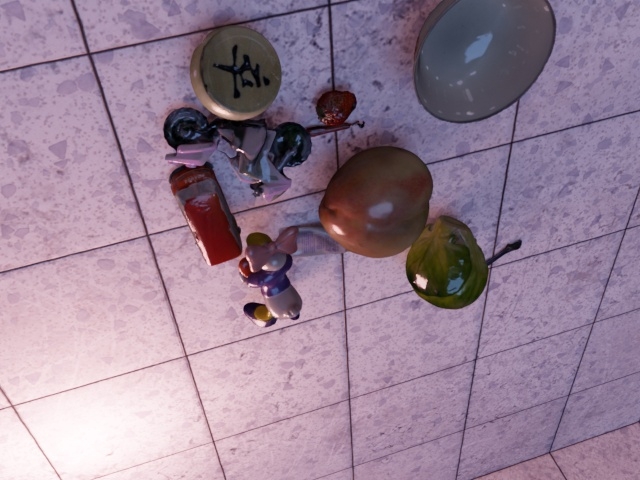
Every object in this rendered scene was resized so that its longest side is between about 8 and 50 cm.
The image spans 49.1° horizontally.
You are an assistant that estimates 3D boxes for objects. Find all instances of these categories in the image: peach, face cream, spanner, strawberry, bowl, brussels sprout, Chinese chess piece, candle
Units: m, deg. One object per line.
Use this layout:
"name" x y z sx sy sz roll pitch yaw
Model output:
"peach" 0.138 -0.091 1.733 0.292 0.247 0.292 -32 153 -18
"face cream" 0.000 0.000 1.906 0.224 0.070 0.114 -4 133 -4
"spanner" 0.552 0.061 2.231 0.209 0.012 0.046 -36 136 12
"strawberry" 0.038 -0.308 1.606 0.097 0.083 0.083 -15 135 -11
"bowl" 0.332 -0.440 1.556 0.338 0.157 0.337 -12 136 -12
"brussels sprout" 0.360 0.060 2.009 0.210 0.219 0.271 -13 117 -36
"Chinese chess piece" -0.171 -0.340 1.424 0.189 0.083 0.188 -1 93 -26
"candle" 0.029 -0.269 1.681 0.168 0.021 0.026 -12 136 -12

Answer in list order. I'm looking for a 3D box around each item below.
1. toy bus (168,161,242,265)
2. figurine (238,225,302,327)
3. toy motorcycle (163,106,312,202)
"toy bus" -0.269 -0.059 1.675 0.121 0.119 0.265 -20 135 -4
"figurine" -0.125 0.104 1.826 0.154 0.193 0.420 -28 140 -18
"toy motorcycle" -0.186 -0.185 1.554 0.327 0.143 0.187 6 105 -11
